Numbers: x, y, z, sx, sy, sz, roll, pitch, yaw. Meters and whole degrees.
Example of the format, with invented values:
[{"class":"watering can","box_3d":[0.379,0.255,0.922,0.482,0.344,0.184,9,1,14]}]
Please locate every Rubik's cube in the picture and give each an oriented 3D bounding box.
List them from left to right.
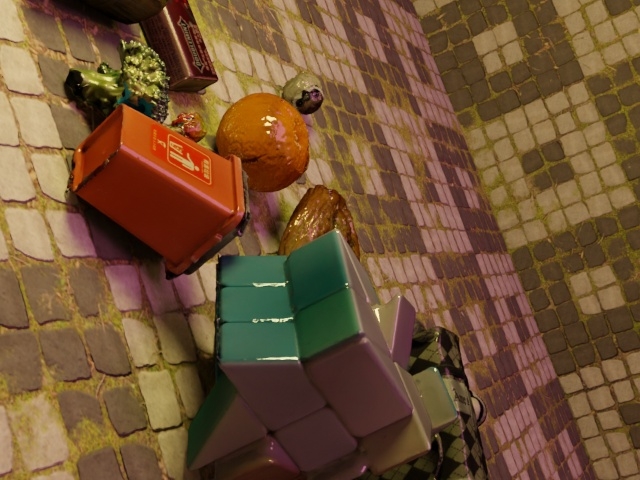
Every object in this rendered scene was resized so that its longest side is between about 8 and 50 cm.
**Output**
[{"class":"Rubik's cube","box_3d":[-0.019,0.195,1.373,0.368,0.358,0.387,58,12,-29]}]

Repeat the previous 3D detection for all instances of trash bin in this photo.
[{"class":"trash bin","box_3d":[-0.241,-0.070,1.373,0.239,0.184,0.161,32,32,-33]}]

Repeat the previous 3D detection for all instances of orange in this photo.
[{"class":"orange","box_3d":[-0.111,-0.182,1.761,0.193,0.161,0.193,47,35,-49]}]

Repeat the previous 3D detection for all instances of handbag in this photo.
[{"class":"handbag","box_3d":[0.112,0.377,1.545,0.180,0.317,0.416,41,37,-59]}]

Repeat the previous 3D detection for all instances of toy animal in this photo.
[{"class":"toy animal","box_3d":[-0.036,-0.333,2.166,0.137,0.098,0.098,21,46,-89]}]

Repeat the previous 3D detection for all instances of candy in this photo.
[{"class":"candy","box_3d":[-0.259,-0.178,1.582,0.201,0.060,0.060,-31,97,-60]}]

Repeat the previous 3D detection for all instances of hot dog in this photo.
[{"class":"hot dog","box_3d":[0.000,0.000,1.882,0.272,0.122,0.196,-63,133,-64]}]

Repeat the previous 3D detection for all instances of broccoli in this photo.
[{"class":"broccoli","box_3d":[-0.306,-0.219,1.429,0.160,0.167,0.154,12,19,-32]}]

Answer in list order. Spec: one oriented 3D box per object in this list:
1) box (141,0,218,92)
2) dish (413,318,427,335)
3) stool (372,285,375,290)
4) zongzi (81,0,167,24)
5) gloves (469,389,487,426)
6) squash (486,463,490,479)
[{"class":"box","box_3d":[-0.271,-0.385,1.717,0.120,0.069,0.224,-12,81,-67]},{"class":"dish","box_3d":[0.211,0.287,1.959,0.273,0.134,0.273,-2,90,-68]},{"class":"stool","box_3d":[0.075,0.146,1.948,0.096,0.096,0.110,11,65,-64]},{"class":"zongzi","box_3d":[-0.382,-0.518,1.513,0.286,0.138,0.299,16,52,-65]},{"class":"gloves","box_3d":[0.277,0.366,2.175,0.219,0.131,0.140,18,47,-22]},{"class":"squash","box_3d":[0.317,0.559,2.048,0.170,0.123,0.170,48,28,-37]}]
